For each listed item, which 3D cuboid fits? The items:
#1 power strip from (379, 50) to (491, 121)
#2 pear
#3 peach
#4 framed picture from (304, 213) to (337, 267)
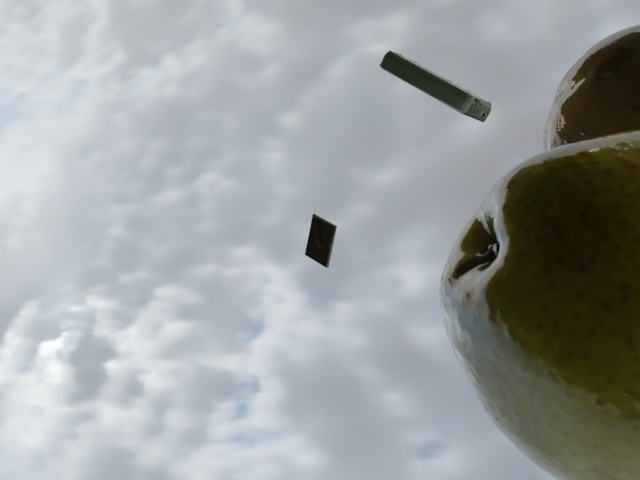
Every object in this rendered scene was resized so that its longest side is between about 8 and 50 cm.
[{"bbox_3d":[0.083,-0.112,0.486,0.090,0.040,0.016,40,-68,32],"label":"power strip"},{"bbox_3d":[0.327,0.077,0.659,0.362,0.418,0.362,-58,-169,19],"label":"pear"},{"bbox_3d":[0.475,-0.165,0.984,0.292,0.292,0.247,-13,-156,19],"label":"peach"},{"bbox_3d":[0.000,0.000,1.293,0.066,0.006,0.089,29,-63,39],"label":"framed picture"}]
